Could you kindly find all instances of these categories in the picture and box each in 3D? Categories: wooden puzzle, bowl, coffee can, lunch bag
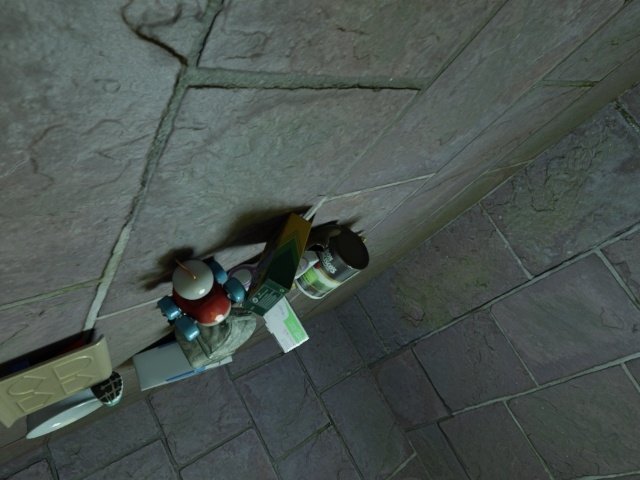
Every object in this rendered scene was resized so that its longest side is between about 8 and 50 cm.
[{"bbox_3d":[-0.862,0.436,1.455,0.348,0.080,0.322,-25,156,-33],"label":"wooden puzzle"},{"bbox_3d":[-1.027,0.648,1.802,0.298,0.134,0.298,-28,165,-8],"label":"bowl"},{"bbox_3d":[0.041,0.100,1.919,0.201,0.201,0.275,-13,159,-50],"label":"coffee can"},{"bbox_3d":[-0.435,0.394,1.963,0.256,0.212,0.305,-31,167,6],"label":"lunch bag"}]

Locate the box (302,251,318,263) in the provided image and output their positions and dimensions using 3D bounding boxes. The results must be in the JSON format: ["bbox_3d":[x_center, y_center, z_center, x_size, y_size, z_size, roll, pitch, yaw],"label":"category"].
[{"bbox_3d":[-0.115,0.092,1.819,0.130,0.091,0.170,-15,160,-45],"label":"box"}]

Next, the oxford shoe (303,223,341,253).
[{"bbox_3d":[0.000,0.000,1.728,0.227,0.096,0.083,-22,162,-37],"label":"oxford shoe"}]

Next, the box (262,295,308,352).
[{"bbox_3d":[-0.182,0.308,1.932,0.127,0.262,0.231,-30,-167,-7],"label":"box"}]

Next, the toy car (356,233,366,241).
[{"bbox_3d":[0.084,0.032,2.095,0.225,0.053,0.239,-35,165,19],"label":"toy car"}]

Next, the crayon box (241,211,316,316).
[{"bbox_3d":[-0.130,0.055,1.432,0.203,0.083,0.323,-46,-160,46],"label":"crayon box"}]

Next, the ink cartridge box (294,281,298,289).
[{"bbox_3d":[0.008,0.171,2.247,0.193,0.088,0.234,-15,176,30],"label":"ink cartridge box"}]

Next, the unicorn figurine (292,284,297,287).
[{"bbox_3d":[-0.140,0.156,2.003,0.060,0.111,0.162,-16,148,-14],"label":"unicorn figurine"}]

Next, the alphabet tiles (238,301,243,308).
[{"bbox_3d":[-0.307,0.313,2.307,0.237,0.009,0.198,-17,162,-21],"label":"alphabet tiles"}]

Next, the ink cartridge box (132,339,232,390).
[{"bbox_3d":[-0.638,0.562,2.150,0.285,0.166,0.395,-21,168,9],"label":"ink cartridge box"}]

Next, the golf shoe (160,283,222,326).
[{"bbox_3d":[-0.429,0.194,1.558,0.273,0.105,0.120,-29,180,25],"label":"golf shoe"}]

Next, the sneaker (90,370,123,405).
[{"bbox_3d":[-0.805,0.548,1.695,0.107,0.110,0.275,-22,-157,-34],"label":"sneaker"}]

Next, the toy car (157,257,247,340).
[{"bbox_3d":[-0.371,0.119,1.311,0.219,0.210,0.238,-38,141,-23],"label":"toy car"}]

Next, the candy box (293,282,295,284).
[{"bbox_3d":[-0.142,0.233,2.384,0.206,0.027,0.105,-16,164,-44],"label":"candy box"}]

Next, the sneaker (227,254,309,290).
[{"bbox_3d":[-0.192,0.113,1.691,0.305,0.114,0.152,-13,169,-3],"label":"sneaker"}]
